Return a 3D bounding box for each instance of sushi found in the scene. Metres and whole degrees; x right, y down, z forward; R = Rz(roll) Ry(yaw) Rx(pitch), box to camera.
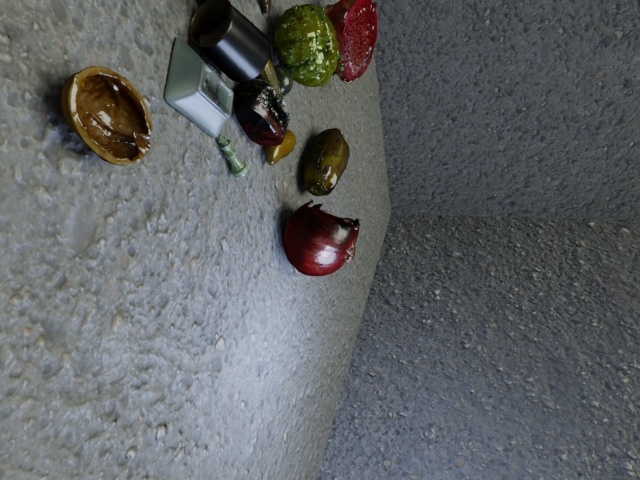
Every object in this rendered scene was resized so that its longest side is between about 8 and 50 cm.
[{"bbox_3d":[-0.197,-0.421,1.483,0.225,0.136,0.126,50,43,-53],"label":"sushi"}]

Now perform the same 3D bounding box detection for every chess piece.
[{"bbox_3d":[-0.281,-0.268,1.395,0.149,0.059,0.059,62,35,-43],"label":"chess piece"}]

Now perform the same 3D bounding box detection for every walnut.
[{"bbox_3d":[-0.436,-0.249,0.895,0.211,0.086,0.167,58,46,-55],"label":"walnut"}]

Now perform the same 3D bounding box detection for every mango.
[{"bbox_3d":[-0.158,-0.352,1.681,0.184,0.084,0.102,-53,147,-41],"label":"mango"}]

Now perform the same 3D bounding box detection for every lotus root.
[{"bbox_3d":[0.029,-0.369,2.055,0.196,0.179,0.398,73,29,-49],"label":"lotus root"}]

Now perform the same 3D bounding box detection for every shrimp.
[{"bbox_3d":[-0.194,-0.573,1.489,0.317,0.077,0.168,67,0,-46],"label":"shrimp"}]

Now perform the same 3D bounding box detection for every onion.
[{"bbox_3d":[-0.007,-0.003,1.854,0.341,0.340,0.342,3,90,-70],"label":"onion"}]

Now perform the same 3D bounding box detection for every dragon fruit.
[{"bbox_3d":[0.103,-0.955,2.097,0.386,0.248,0.371,25,85,-65],"label":"dragon fruit"}]

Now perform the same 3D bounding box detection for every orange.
[{"bbox_3d":[-0.060,-0.726,1.698,0.301,0.223,0.300,-53,131,-53],"label":"orange"}]

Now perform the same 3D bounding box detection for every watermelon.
[{"bbox_3d":[-0.158,-0.587,1.627,0.133,0.105,0.105,58,16,12],"label":"watermelon"}]

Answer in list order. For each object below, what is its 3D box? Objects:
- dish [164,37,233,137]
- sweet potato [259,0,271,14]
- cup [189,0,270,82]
[{"bbox_3d":[-0.312,-0.414,1.236,0.243,0.080,0.182,31,64,-67],"label":"dish"},{"bbox_3d":[-0.196,-0.884,1.499,0.244,0.077,0.077,71,29,-45],"label":"sweet potato"},{"bbox_3d":[-0.279,-0.587,1.274,0.166,0.239,0.177,-47,157,12],"label":"cup"}]
